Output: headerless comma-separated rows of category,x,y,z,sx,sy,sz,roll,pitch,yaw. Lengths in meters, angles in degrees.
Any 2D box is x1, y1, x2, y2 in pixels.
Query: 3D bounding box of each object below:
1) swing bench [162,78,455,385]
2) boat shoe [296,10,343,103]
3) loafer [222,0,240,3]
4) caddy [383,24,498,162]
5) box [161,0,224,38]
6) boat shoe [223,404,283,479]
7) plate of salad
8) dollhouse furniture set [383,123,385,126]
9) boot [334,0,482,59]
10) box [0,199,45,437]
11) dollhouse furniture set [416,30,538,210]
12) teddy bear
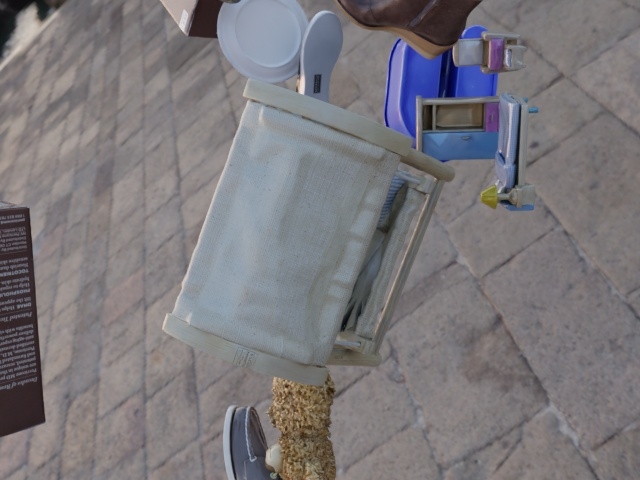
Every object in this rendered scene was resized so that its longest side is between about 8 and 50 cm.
swing bench,0.000,0.000,0.774,0.165,0.255,0.253,22,95,20
boat shoe,-0.010,-0.345,1.460,0.080,0.228,0.076,-8,37,-18
loafer,-0.235,-0.535,1.379,0.087,0.251,0.094,-52,-10,11
caddy,0.278,-0.352,1.731,0.179,0.242,0.341,-161,77,-83
box,-0.214,-0.553,1.621,0.167,0.203,0.168,55,134,32
boat shoe,-0.103,0.453,1.345,0.097,0.116,0.324,-18,67,17
plate of salad,-0.113,-0.411,1.483,0.199,0.200,0.048,-56,21,-15
dollhouse furniture set,0.127,-0.257,1.926,0.129,0.183,0.129,-18,61,-29
boot,0.147,-0.430,1.277,0.090,0.249,0.207,-59,2,-21
box,-0.573,0.123,1.243,0.191,0.143,0.381,12,105,45
dollhouse furniture set,0.284,-0.225,1.383,0.198,0.286,0.303,-1,21,5
teddy bear,-0.046,0.283,1.330,0.245,0.113,0.337,-174,89,-65
